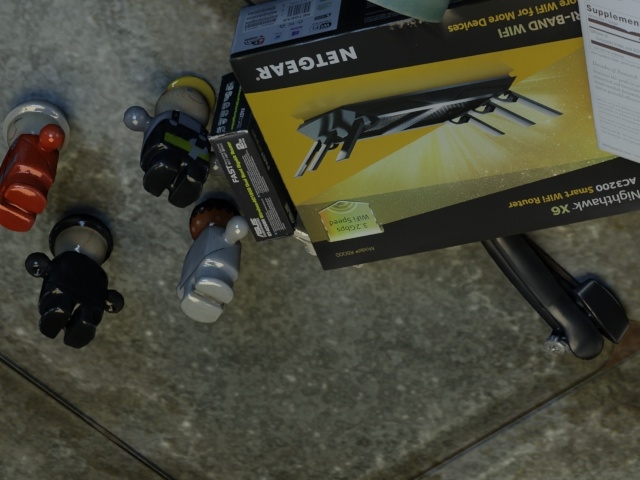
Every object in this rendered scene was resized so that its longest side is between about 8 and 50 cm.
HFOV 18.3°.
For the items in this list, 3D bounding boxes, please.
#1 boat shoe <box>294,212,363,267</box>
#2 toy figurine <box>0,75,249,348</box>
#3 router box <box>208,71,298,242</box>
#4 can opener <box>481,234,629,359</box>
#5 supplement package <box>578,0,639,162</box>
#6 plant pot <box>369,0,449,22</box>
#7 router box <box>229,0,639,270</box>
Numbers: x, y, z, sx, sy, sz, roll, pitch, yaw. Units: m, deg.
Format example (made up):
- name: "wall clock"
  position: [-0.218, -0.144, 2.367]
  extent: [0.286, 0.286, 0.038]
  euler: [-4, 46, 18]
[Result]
- name: "boat shoe"
  position: [0.000, 0.000, 1.811]
  extent: [0.100, 0.035, 0.035]
  euler: [18, 128, -17]
- name: "toy figurine"
  position: [-0.172, -0.029, 1.743]
  extent: [0.209, 0.148, 0.213]
  euler: [-11, 126, 9]
- name: "router box"
  position: [-0.054, -0.074, 1.714]
  extent: [0.038, 0.092, 0.122]
  euler: [-11, 129, 17]
- name: "can opener"
  position: [0.204, 0.044, 1.817]
  extent: [0.186, 0.073, 0.059]
  euler: [43, 162, -23]
- name: "supplement package"
  position: [0.288, -0.185, 1.502]
  extent: [0.134, 0.139, 0.244]
  euler: [22, 138, 40]
- name: "plant pot"
  position: [0.000, -0.309, 1.406]
  extent: [0.293, 0.293, 0.196]
  euler: [24, 104, -13]
- name: "router box"
  position: [0.109, -0.112, 1.667]
  extent: [0.308, 0.081, 0.243]
  euler: [-12, 129, 17]
